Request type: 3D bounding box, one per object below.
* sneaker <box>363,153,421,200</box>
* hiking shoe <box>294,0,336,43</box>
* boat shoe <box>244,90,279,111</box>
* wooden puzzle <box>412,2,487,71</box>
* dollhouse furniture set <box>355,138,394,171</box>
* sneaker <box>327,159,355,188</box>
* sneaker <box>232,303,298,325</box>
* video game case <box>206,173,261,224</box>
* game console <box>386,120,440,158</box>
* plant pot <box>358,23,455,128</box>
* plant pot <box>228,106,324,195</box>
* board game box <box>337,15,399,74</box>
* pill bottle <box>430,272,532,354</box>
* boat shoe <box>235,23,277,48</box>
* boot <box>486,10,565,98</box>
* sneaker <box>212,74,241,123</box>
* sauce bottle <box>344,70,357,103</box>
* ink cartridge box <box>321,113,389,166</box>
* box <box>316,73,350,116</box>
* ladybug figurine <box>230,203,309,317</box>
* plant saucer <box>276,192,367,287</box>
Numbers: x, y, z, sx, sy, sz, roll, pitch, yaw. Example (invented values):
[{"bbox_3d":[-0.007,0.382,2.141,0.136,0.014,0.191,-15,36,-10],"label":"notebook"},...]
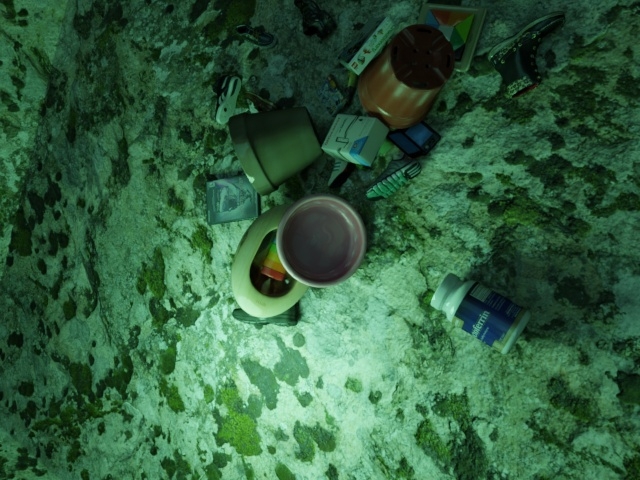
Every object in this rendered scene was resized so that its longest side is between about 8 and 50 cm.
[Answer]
[{"bbox_3d":[0.247,-0.228,1.575,0.224,0.083,0.098,-31,51,18],"label":"sneaker"},{"bbox_3d":[-0.046,-0.885,1.763,0.114,0.086,0.227,-48,68,12],"label":"hiking shoe"},{"bbox_3d":[-0.256,-0.573,1.856,0.178,0.064,0.060,32,98,23],"label":"boat shoe"},{"bbox_3d":[0.426,-0.706,1.529,0.239,0.044,0.220,18,94,27],"label":"wooden puzzle"},{"bbox_3d":[0.190,-0.324,1.608,0.151,0.059,0.076,-47,68,16],"label":"dollhouse furniture set"},{"bbox_3d":[0.074,-0.272,1.673,0.161,0.057,0.075,-54,49,15],"label":"sneaker"},{"bbox_3d":[-0.216,0.273,1.753,0.287,0.109,0.129,-2,75,20],"label":"sneaker"},{"bbox_3d":[-0.379,-0.177,1.907,0.275,0.026,0.195,-7,83,27],"label":"video game case"},{"bbox_3d":[0.318,-0.362,1.531,0.124,0.085,0.144,-48,67,17],"label":"game console"},{"bbox_3d":[0.279,-0.525,1.406,0.273,0.265,0.271,0,88,-6],"label":"plant pot"},{"bbox_3d":[-0.150,-0.365,1.671,0.281,0.323,0.322,-21,76,8],"label":"plant pot"},{"bbox_3d":[0.155,-0.685,1.550,0.053,0.305,0.193,36,107,-20],"label":"board game box"},{"bbox_3d":[0.485,0.215,1.358,0.265,0.153,0.153,31,100,27],"label":"pill bottle"},{"bbox_3d":[-0.276,-0.868,1.881,0.184,0.083,0.065,22,96,27],"label":"boat shoe"},{"bbox_3d":[0.662,-0.571,1.375,0.237,0.085,0.178,-26,76,30],"label":"boot"},{"bbox_3d":[-0.434,-0.620,1.951,0.121,0.079,0.216,19,86,30],"label":"sneaker"},{"bbox_3d":[0.113,-0.585,1.680,0.042,0.042,0.128,12,92,28],"label":"sauce bottle"},{"bbox_3d":[0.118,-0.358,1.567,0.203,0.086,0.148,23,87,47],"label":"ink cartridge box"},{"bbox_3d":[0.048,-0.555,1.697,0.094,0.027,0.136,-46,61,38],"label":"box"},{"bbox_3d":[-0.165,0.066,1.656,0.305,0.162,0.448,30,82,-15],"label":"ladybug figurine"},{"bbox_3d":[0.000,0.000,1.580,0.084,0.333,0.331,179,91,-72],"label":"plant saucer"}]
